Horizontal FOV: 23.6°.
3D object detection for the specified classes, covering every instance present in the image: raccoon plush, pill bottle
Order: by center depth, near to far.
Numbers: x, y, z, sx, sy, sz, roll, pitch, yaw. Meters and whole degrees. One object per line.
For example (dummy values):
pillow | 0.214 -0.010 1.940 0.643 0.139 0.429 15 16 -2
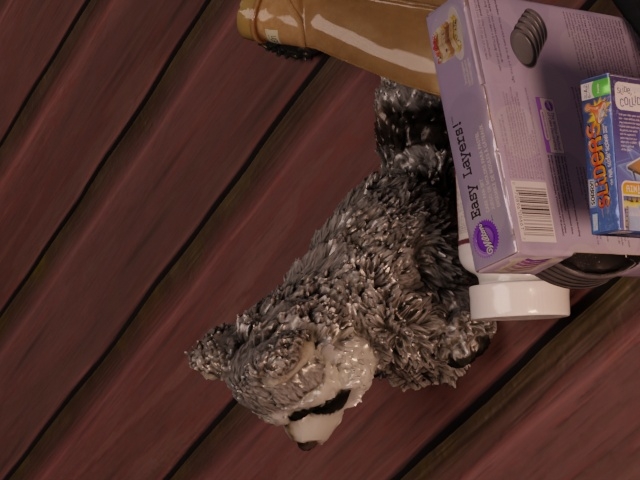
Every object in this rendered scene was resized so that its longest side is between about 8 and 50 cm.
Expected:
pill bottle | 0.198 -0.031 1.560 0.121 0.121 0.221 -10 80 52
raccoon plush | 0.000 0.000 1.671 0.216 0.299 0.447 -30 64 48

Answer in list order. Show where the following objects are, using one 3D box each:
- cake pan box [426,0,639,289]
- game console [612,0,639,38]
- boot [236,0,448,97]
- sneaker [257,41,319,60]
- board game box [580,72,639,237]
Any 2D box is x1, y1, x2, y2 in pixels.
cake pan box | 0.230 -0.090 1.424 0.070 0.245 0.267 -31 65 51
game console | 0.279 -0.400 1.396 0.387 0.060 0.342 62 152 27
boot | 0.068 -0.289 1.718 0.269 0.089 0.236 16 79 21
sneaker | -0.006 -0.294 1.894 0.237 0.085 0.086 -30 31 54
board game box | 0.313 -0.069 1.347 0.035 0.201 0.136 -12 77 51
